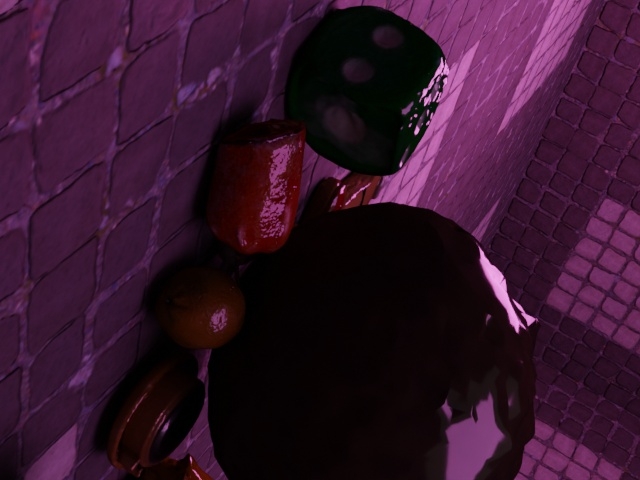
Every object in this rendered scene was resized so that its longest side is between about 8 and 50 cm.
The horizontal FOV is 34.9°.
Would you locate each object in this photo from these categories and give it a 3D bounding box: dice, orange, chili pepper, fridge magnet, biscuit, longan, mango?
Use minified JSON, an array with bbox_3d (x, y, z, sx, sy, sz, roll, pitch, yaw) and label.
[{"bbox_3d":[0.049,-0.152,1.036,0.120,0.131,0.128,-56,165,-25],"label":"dice"},{"bbox_3d":[-0.118,0.065,0.993,0.095,0.085,0.085,28,92,-54],"label":"orange"},{"bbox_3d":[-0.066,-0.029,0.974,0.084,0.086,0.192,-91,-170,-59],"label":"chili pepper"},{"bbox_3d":[-0.172,0.184,1.083,0.143,0.063,0.143,-50,161,-24],"label":"fridge magnet"},{"bbox_3d":[0.000,0.000,1.351,0.301,0.049,0.197,-36,151,-56],"label":"biscuit"},{"bbox_3d":[0.063,0.157,1.123,0.391,0.391,0.391,-54,165,-22],"label":"longan"},{"bbox_3d":[-0.177,0.361,1.276,0.126,0.154,0.252,-45,148,-24],"label":"mango"}]

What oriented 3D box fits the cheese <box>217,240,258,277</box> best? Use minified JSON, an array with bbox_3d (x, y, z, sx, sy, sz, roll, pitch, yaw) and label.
[{"bbox_3d":[-0.087,0.007,1.076,0.192,0.037,0.097,-61,165,10],"label":"cheese"}]
